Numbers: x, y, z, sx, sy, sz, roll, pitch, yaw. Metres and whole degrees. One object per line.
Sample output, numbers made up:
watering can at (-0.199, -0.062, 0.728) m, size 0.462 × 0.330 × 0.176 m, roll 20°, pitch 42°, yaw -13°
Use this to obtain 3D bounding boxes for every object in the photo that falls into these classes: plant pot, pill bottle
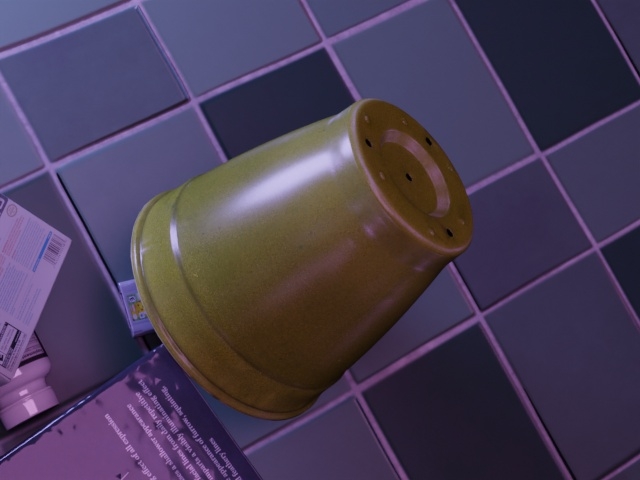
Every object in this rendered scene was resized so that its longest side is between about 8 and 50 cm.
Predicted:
plant pot at (0.000, 0.000, 1.825) m, size 0.366 × 0.353 × 0.366 m, roll 34°, pitch 36°, yaw -30°
pill bottle at (-0.429, 0.152, 1.842) m, size 0.108 × 0.108 × 0.193 m, roll -26°, pitch 86°, yaw -24°

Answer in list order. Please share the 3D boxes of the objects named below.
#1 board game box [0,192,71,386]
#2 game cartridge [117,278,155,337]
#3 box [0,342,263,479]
board game box at (-0.489, 0.021, 1.704) m, size 0.303 × 0.097 × 0.224 m, roll 38°, pitch 49°, yaw -26°
game cartridge at (-0.256, 0.094, 1.972) m, size 0.056 × 0.017 × 0.083 m, roll -14°, pitch 81°, yaw -26°
box at (-0.294, 0.373, 1.775) m, size 0.395 × 0.212 × 0.293 m, roll -35°, pitch 90°, yaw -25°
